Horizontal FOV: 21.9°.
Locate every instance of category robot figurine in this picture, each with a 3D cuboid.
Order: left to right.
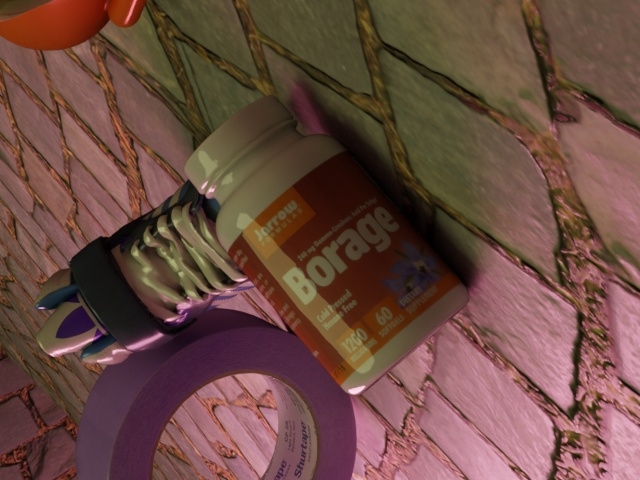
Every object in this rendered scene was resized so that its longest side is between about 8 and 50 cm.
[{"bbox_3d":[-0.218,-0.233,1.317,0.158,0.128,0.219,59,165,13],"label":"robot figurine"}]

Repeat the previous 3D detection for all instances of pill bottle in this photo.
[{"bbox_3d":[0.000,0.000,1.240,0.216,0.121,0.121,49,163,6],"label":"pill bottle"}]

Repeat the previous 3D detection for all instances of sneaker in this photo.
[{"bbox_3d":[-0.136,0.034,1.456,0.130,0.236,0.323,54,163,-7],"label":"sneaker"}]

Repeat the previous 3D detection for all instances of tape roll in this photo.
[{"bbox_3d":[-0.102,0.210,1.662,0.090,0.275,0.274,21,145,59],"label":"tape roll"}]

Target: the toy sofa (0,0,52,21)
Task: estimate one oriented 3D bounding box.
[{"bbox_3d":[-0.161,-0.315,0.926,0.150,0.177,0.362,54,162,32],"label":"toy sofa"}]
